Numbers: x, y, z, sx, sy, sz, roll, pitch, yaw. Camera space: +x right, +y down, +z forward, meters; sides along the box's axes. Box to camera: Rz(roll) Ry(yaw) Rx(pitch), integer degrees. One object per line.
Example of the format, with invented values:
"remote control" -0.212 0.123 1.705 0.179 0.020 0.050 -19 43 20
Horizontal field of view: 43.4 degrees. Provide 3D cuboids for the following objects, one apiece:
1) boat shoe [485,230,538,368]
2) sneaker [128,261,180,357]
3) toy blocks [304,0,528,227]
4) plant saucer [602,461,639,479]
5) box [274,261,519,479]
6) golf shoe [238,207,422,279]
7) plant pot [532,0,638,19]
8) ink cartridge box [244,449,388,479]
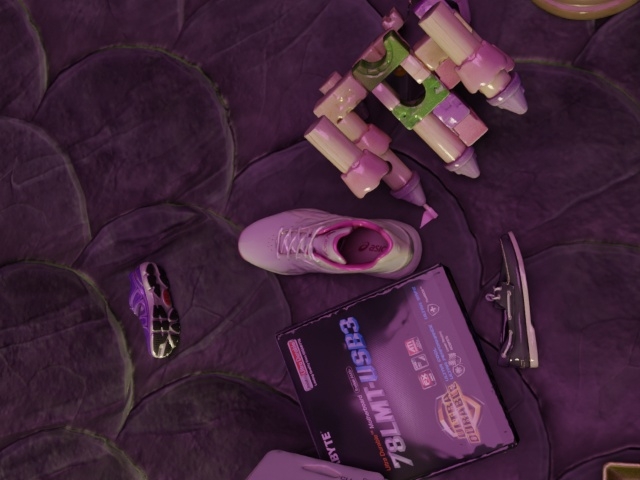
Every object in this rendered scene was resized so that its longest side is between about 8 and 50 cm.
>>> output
"boat shoe" 0.280 0.090 1.199 0.065 0.075 0.205 -9 86 13
"sneaker" -0.294 0.124 1.393 0.071 0.068 0.169 -25 68 29
"toy blocks" 0.169 -0.200 1.220 0.260 0.309 0.288 42 112 -15
"plant saucer" 0.491 0.404 1.112 0.189 0.045 0.188 -1 84 17
"box" 0.113 0.224 1.240 0.294 0.073 0.295 -23 77 13
"golf shoe" 0.000 0.000 1.265 0.307 0.140 0.115 0 86 19
"plant pot" 0.405 -0.463 1.203 0.238 0.110 0.237 -2 82 17
"ink cartridge box" -0.013 0.471 1.185 0.197 0.114 0.272 8 106 18
